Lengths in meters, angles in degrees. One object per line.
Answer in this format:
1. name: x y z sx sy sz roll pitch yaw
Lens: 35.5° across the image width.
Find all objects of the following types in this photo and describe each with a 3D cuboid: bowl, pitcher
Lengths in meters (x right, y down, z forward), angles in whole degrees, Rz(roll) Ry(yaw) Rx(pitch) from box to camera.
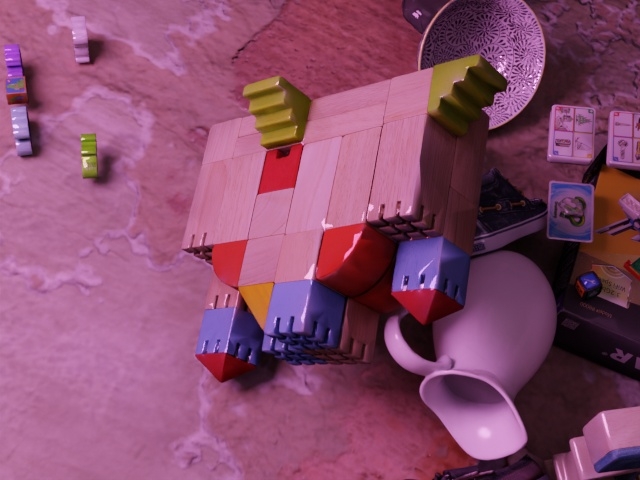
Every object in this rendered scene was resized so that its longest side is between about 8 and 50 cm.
1. bowl: 0.181 -0.224 1.220 0.170 0.170 0.080 -11 21 -16
2. pitcher: 0.152 0.088 1.008 0.178 0.125 0.207 43 42 -15

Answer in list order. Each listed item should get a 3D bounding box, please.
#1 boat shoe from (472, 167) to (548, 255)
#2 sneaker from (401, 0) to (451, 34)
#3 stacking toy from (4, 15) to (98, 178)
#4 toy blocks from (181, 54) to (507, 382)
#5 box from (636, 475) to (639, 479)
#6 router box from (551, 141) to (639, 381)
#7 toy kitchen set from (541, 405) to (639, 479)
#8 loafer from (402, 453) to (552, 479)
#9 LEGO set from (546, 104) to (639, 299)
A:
1. boat shoe: 0.202 -0.043 1.103 0.183 0.065 0.083 -20 97 -54
2. sneaker: 0.217 -0.363 1.291 0.286 0.130 0.109 -39 77 -25
3. stacking toy: -0.339 -0.155 1.119 0.166 0.052 0.221 -6 65 -12
4. toy blocks: 0.000 0.000 0.951 0.190 0.381 0.261 31 61 -43
5. box: 0.397 0.303 0.915 0.060 0.216 0.270 -5 62 -12
6. router box: 0.426 0.054 1.132 0.308 0.081 0.243 22 60 2
7. toy kitchen set: 0.302 0.259 0.921 0.122 0.207 0.166 -6 64 -8
8. loafer: 0.078 0.266 0.941 0.302 0.109 0.095 -25 65 -19
9. LEGO set: 0.339 -0.035 1.104 0.182 0.060 0.244 6 59 8
